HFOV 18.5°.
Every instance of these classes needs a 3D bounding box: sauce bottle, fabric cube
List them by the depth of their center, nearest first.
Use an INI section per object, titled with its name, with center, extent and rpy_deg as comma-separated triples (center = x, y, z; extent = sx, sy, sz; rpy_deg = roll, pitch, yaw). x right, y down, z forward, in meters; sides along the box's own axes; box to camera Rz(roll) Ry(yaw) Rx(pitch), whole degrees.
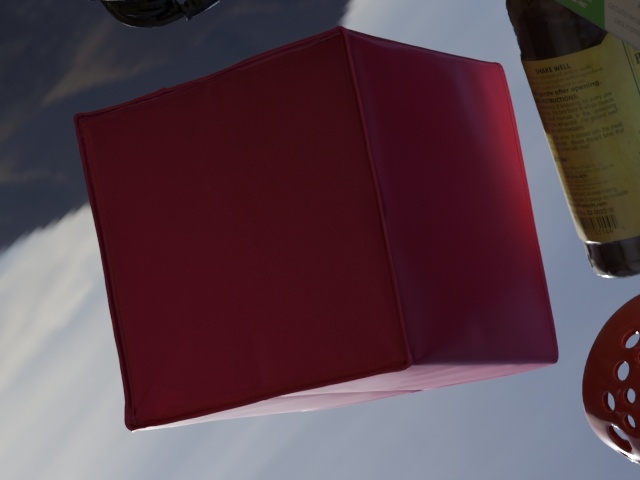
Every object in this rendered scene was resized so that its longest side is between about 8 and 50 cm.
[sauce bottle]
center = 0.208, -0.144, 1.498
extent = 0.111, 0.344, 0.111
rpy_deg = -19, -165, 5
[fabric cube]
center = 0.000, 0.000, 1.519
extent = 0.259, 0.254, 0.258
rpy_deg = -14, 172, 30

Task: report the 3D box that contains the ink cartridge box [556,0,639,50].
[ink cartridge box]
center = 0.254, -0.228, 1.286
extent = 0.154, 0.093, 0.212
rpy_deg = 45, -60, 53

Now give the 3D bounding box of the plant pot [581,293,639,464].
[plant pot]
center = 0.392, 0.159, 2.014
extent = 0.191, 0.191, 0.174
rpy_deg = -47, -148, -9

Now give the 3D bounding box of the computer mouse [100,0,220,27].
[computer mouse]
center = -0.068, -0.236, 1.340
extent = 0.262, 0.060, 0.184
rpy_deg = -31, -143, -22
